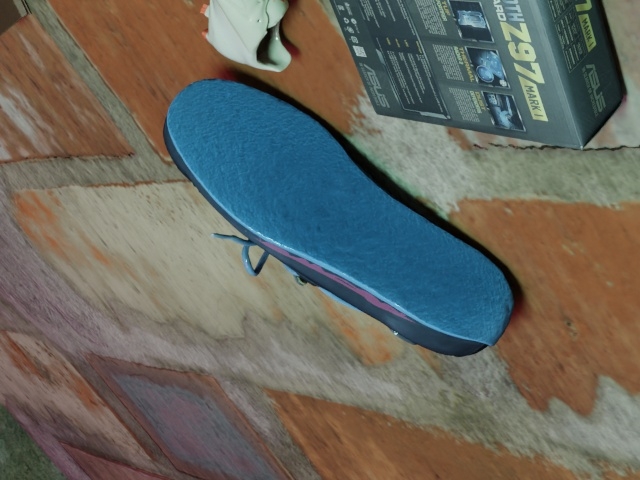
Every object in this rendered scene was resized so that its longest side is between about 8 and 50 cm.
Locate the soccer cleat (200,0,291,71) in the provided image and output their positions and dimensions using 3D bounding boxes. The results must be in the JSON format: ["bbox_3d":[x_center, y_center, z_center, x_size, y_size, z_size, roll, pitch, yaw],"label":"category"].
[{"bbox_3d":[-0.060,-0.202,1.002,0.076,0.068,0.196,27,158,19],"label":"soccer cleat"}]

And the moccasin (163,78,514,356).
[{"bbox_3d":[0.000,0.000,1.139,0.342,0.137,0.117,40,159,7],"label":"moccasin"}]

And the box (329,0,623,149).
[{"bbox_3d":[0.080,-0.174,0.845,0.183,0.059,0.232,15,142,44],"label":"box"}]

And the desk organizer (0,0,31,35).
[{"bbox_3d":[-0.366,-0.253,1.362,0.130,0.050,0.047,24,148,34],"label":"desk organizer"}]
